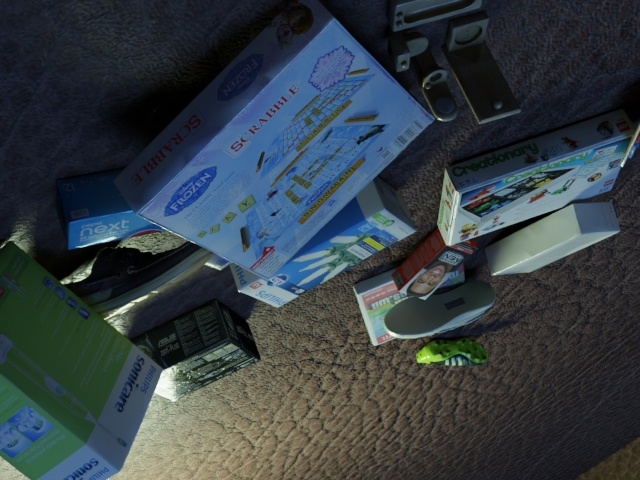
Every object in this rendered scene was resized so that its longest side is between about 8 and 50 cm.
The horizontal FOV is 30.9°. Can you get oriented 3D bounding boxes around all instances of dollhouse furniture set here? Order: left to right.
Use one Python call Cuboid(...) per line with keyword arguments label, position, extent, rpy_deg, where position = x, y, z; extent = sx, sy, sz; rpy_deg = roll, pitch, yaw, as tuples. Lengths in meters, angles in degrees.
Cuboid(label="dollhouse furniture set", position=(0.164, -0.225, 1.399), extent=(0.144, 0.123, 0.151), rpy_deg=(-17, 154, -10))

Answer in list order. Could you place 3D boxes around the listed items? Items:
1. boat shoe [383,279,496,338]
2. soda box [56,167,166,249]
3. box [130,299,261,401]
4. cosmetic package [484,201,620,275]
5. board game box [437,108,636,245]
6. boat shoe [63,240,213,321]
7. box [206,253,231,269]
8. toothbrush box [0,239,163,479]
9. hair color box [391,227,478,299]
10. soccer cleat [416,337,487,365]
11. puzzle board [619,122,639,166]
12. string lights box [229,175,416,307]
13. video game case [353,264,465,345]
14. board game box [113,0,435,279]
Cuboid(label="boat shoe", position=(0.220, 0.143, 2.155), extent=(0.228, 0.079, 0.081), rpy_deg=(-16, 150, -18))
Cuboid(label="soda box", position=(-0.230, -0.052, 1.496), extent=(0.210, 0.067, 0.071), rpy_deg=(-11, 152, -20))
Cuboid(label="box", position=(-0.215, 0.189, 1.965), extent=(0.180, 0.077, 0.147), rpy_deg=(-27, 154, 9))
Cuboid(label="cosmetic package", position=(0.404, -0.002, 2.040), extent=(0.099, 0.060, 0.239), rpy_deg=(-6, 165, -34))
Cuboid(label="board game box", position=(0.343, -0.098, 1.869), extent=(0.305, 0.053, 0.193), rpy_deg=(-18, 155, -8))
Cuboid(label="boat shoe", position=(-0.285, 0.053, 1.625), extent=(0.285, 0.092, 0.103), rpy_deg=(-27, 179, 18))
Cuboid(label="box", position=(-0.105, -0.027, 1.650), extent=(0.169, 0.059, 0.054), rpy_deg=(-33, 150, 22))
Cuboid(label="toothbrush box", position=(-0.369, 0.173, 1.516), extent=(0.283, 0.206, 0.122), rpy_deg=(42, 120, -17))
Cuboid(label="hair color box", position=(0.196, 0.037, 1.998), extent=(0.072, 0.043, 0.141), rpy_deg=(17, 127, -39))
Cuboid(label="soccer cleat", position=(0.284, 0.244, 2.499), extent=(0.179, 0.060, 0.072), rpy_deg=(9, 151, -37))
Cuboid(label="puzzle board", position=(0.507, -0.184, 1.799), extent=(0.096, 0.011, 0.128), rpy_deg=(-50, 163, -34))
Cuboid(label="string lights box", position=(0.000, 0.000, 1.765), extent=(0.260, 0.076, 0.133), rpy_deg=(-30, 155, 17))
Cuboid(label="video game case", position=(0.175, 0.107, 2.174), extent=(0.204, 0.025, 0.285), rpy_deg=(-22, 155, -1))
Cuboid(label="board game box", position=(-0.045, -0.114, 1.431), extent=(0.319, 0.066, 0.318), rpy_deg=(-44, 151, 8))
